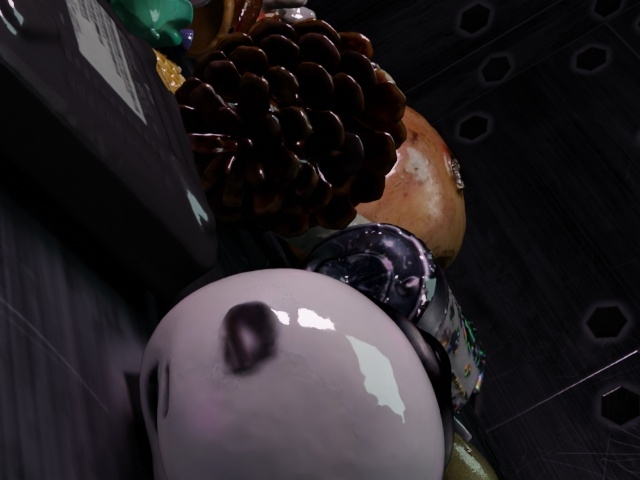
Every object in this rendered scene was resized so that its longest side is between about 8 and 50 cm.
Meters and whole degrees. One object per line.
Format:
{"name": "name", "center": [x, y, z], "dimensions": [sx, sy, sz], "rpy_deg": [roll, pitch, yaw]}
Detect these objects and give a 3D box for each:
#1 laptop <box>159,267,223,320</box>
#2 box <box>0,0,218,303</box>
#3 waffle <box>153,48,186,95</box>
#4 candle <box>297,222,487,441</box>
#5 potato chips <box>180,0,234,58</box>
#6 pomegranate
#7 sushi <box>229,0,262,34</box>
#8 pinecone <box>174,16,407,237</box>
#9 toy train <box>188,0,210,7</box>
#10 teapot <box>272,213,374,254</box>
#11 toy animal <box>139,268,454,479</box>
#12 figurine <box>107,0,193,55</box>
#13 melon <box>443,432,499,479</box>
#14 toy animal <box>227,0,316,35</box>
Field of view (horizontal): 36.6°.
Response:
{"name": "laptop", "center": [-0.094, 0.052, 0.796], "dimensions": [0.135, 0.016, 0.197], "rpy_deg": [57, 7, -34]}
{"name": "box", "center": [-0.182, -0.128, 0.665], "dimensions": [0.289, 0.073, 0.290], "rpy_deg": [53, 9, -46]}
{"name": "waffle", "center": [-0.173, -0.183, 1.187], "dimensions": [0.092, 0.021, 0.135], "rpy_deg": [61, 7, 12]}
{"name": "candle", "center": [0.097, 0.134, 1.160], "dimensions": [0.330, 0.187, 0.187], "rpy_deg": [56, 8, -45]}
{"name": "potato chips", "center": [-0.179, -0.346, 1.328], "dimensions": [0.202, 0.150, 0.049], "rpy_deg": [47, 28, 23]}
{"name": "pomegranate", "center": [0.073, -0.056, 1.414], "dimensions": [0.322, 0.322, 0.322], "rpy_deg": [59, 7, -11]}
{"name": "sushi", "center": [-0.175, -0.380, 1.452], "dimensions": [0.296, 0.179, 0.166], "rpy_deg": [33, 18, 26]}
{"name": "pinecone", "center": [-0.039, -0.108, 1.000], "dimensions": [0.246, 0.246, 0.292], "rpy_deg": [59, 23, -5]}
{"name": "toy train", "center": [-0.236, -0.416, 1.152], "dimensions": [0.249, 0.173, 0.307], "rpy_deg": [54, 3, 33]}
{"name": "teapot", "center": [0.000, 0.000, 1.222], "dimensions": [0.200, 0.107, 0.077], "rpy_deg": [30, 12, -10]}
{"name": "toy animal", "center": [-0.011, 0.105, 0.555], "dimensions": [0.187, 0.165, 0.235], "rpy_deg": [59, 9, 7]}
{"name": "figurine", "center": [-0.199, -0.261, 0.945], "dimensions": [0.195, 0.111, 0.102], "rpy_deg": [57, -34, 18]}
{"name": "melon", "center": [0.196, 0.337, 1.372], "dimensions": [0.162, 0.099, 0.099], "rpy_deg": [53, 8, -10]}
{"name": "toy animal", "center": [-0.171, -0.405, 1.664], "dimensions": [0.266, 0.188, 0.308], "rpy_deg": [32, 1, 3]}
